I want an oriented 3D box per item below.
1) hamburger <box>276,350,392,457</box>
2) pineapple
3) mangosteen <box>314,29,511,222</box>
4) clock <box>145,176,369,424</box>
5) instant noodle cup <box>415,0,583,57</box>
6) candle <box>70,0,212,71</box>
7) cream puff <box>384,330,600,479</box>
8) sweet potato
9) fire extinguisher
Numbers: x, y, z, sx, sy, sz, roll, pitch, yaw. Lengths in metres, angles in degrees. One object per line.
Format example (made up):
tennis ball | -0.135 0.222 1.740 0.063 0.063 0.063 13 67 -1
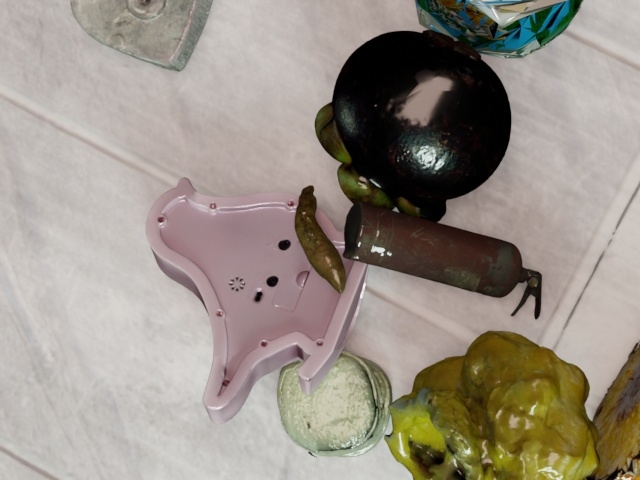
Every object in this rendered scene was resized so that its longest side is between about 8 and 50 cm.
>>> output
hamburger | 0.017 0.202 1.911 0.140 0.062 0.133 7 85 10
pineapple | 0.476 0.245 1.792 0.272 0.262 0.262 30 90 -5
mangosteen | 0.111 -0.137 1.858 0.243 0.243 0.242 -1 86 7
clock | -0.097 0.077 1.884 0.275 0.080 0.290 15 68 7
instant noodle cup | 0.218 -0.349 1.871 0.240 0.178 0.240 0 86 7
candle | -0.214 -0.293 1.974 0.192 0.068 0.168 -25 84 8
cream puff | 0.184 0.231 1.780 0.282 0.185 0.281 -23 57 43
sweet potato | -0.005 -0.002 1.853 0.038 0.041 0.153 -41 56 36
fire extinguisher | 0.155 0.028 1.866 0.268 0.072 0.089 15 103 -18
